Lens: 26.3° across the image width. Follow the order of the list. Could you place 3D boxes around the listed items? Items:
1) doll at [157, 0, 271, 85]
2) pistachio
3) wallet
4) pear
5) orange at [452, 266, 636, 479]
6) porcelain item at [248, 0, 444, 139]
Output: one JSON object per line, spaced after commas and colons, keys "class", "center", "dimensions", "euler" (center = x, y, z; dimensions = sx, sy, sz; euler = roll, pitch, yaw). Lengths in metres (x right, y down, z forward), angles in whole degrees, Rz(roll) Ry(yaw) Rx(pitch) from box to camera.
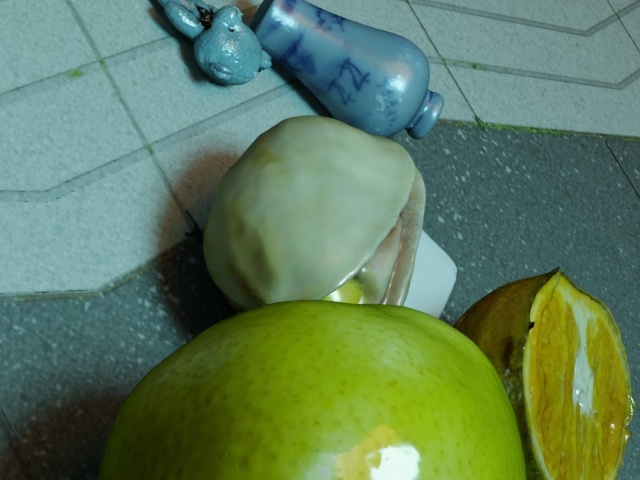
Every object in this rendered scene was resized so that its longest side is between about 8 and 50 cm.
{"class": "doll", "center": [-0.130, -0.261, 1.605], "dimensions": [0.180, 0.075, 0.120], "euler": [56, 32, 3]}
{"class": "pistachio", "center": [0.000, 0.000, 1.405], "dimensions": [0.230, 0.230, 0.309], "euler": [35, 33, -23]}
{"class": "wallet", "center": [0.101, 0.047, 1.641], "dimensions": [0.124, 0.032, 0.183], "euler": [44, 39, -12]}
{"class": "pear", "center": [-0.005, 0.223, 1.108], "dimensions": [0.362, 0.362, 0.418], "euler": [49, 42, -5]}
{"class": "orange", "center": [0.255, 0.168, 1.531], "dimensions": [0.274, 0.274, 0.310], "euler": [59, -5, 8]}
{"class": "porcelain item", "center": [0.034, -0.217, 1.706], "dimensions": [0.259, 0.141, 0.141], "euler": [30, 41, -17]}
